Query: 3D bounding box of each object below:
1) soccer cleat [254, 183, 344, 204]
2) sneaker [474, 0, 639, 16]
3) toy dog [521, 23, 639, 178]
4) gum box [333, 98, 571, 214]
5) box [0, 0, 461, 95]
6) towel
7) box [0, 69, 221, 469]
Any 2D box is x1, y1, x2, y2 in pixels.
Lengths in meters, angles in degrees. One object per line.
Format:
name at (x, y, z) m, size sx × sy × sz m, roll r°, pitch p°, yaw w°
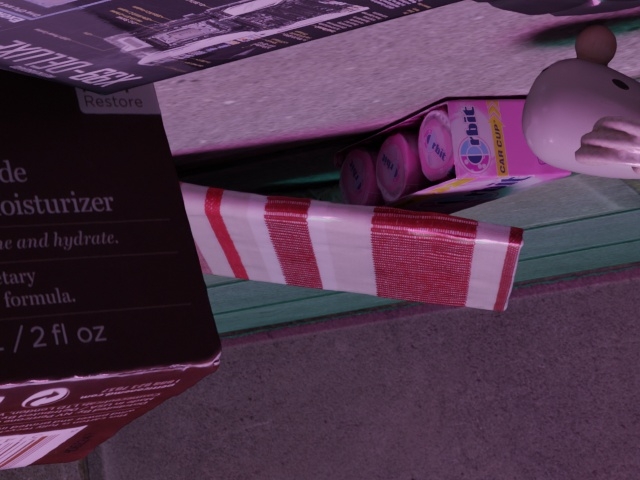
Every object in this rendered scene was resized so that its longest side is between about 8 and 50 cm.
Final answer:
soccer cleat at (0.007, -0.027, 1.481) m, size 0.196 × 0.068 × 0.076 m, roll 4°, pitch 137°, yaw -31°
sneaker at (0.110, -0.132, 0.436) m, size 0.125 × 0.140 × 0.341 m, roll -3°, pitch 177°, yaw 30°
toy dog at (0.303, -0.100, 0.946) m, size 0.333 × 0.161 × 0.220 m, roll 9°, pitch -179°, yaw -3°
gum box at (0.099, -0.062, 1.261) m, size 0.107 × 0.062 × 0.188 m, roll -4°, pitch 172°, yaw -29°
box at (-0.055, -0.126, 0.502) m, size 0.242 × 0.077 × 0.307 m, roll -11°, pitch 172°, yaw 24°
towel at (0.000, 0.000, 1.315) m, size 0.329 × 0.037 × 0.237 m, roll 7°, pitch 167°, yaw 5°
box at (-0.173, -0.005, 0.712) m, size 0.168 × 0.203 × 0.167 m, roll -4°, pitch 160°, yaw -35°
